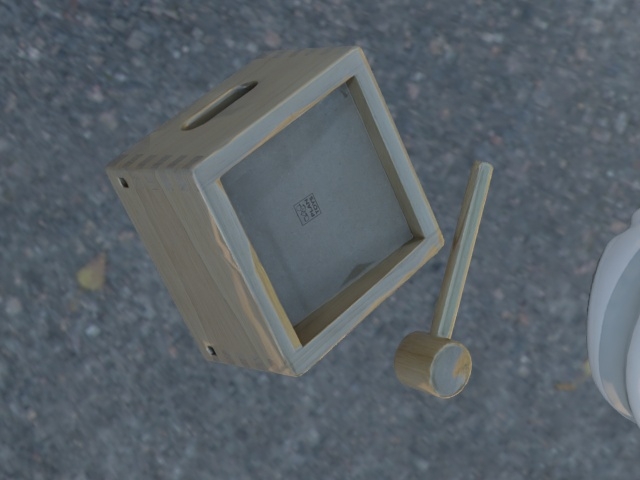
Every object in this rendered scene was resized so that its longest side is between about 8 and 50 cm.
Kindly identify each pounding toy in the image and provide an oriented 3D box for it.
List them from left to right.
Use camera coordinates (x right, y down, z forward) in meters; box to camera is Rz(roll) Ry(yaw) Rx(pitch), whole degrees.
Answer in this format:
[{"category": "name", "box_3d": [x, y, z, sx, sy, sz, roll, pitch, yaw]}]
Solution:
[{"category": "pounding toy", "box_3d": [0.008, 0.000, 0.817, 0.181, 0.094, 0.206, -40, 117, -31]}]

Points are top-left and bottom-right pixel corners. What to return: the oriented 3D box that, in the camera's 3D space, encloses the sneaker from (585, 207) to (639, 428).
[{"category": "sneaker", "box_3d": [0.217, 0.022, 0.376, 0.281, 0.115, 0.105, -17, 123, -7]}]
